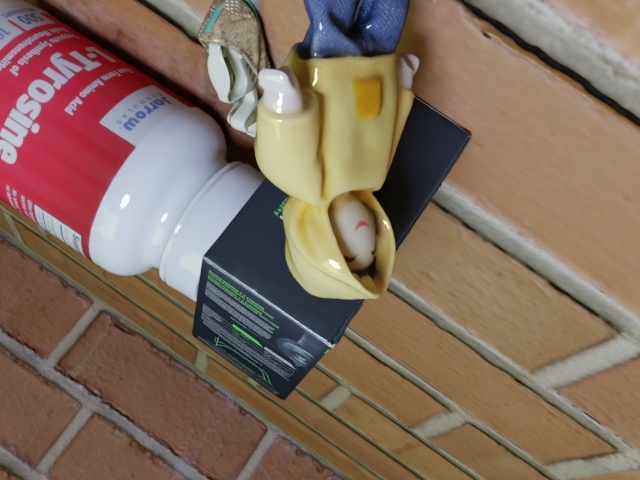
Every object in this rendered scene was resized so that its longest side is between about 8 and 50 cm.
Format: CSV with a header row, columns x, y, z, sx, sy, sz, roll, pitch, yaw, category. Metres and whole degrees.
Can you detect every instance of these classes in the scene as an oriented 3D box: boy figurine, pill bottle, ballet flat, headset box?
x,y,z,sx,sy,sz,roll,pitch,yaw,category
0.016,-0.089,0.528,0.092,0.177,0.285,15,106,31,boy figurine
-0.267,-0.104,0.944,0.407,0.229,0.229,32,156,8,pill bottle
-0.078,-0.155,0.790,0.073,0.067,0.206,20,152,31,ballet flat
0.000,0.000,0.752,0.131,0.246,0.283,35,156,3,headset box
